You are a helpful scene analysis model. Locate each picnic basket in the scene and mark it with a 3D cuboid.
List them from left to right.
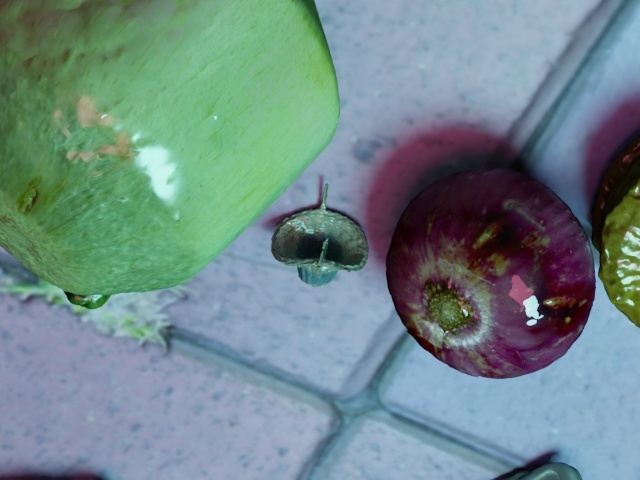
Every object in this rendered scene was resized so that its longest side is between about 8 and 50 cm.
[{"bbox_3d":[0.000,0.000,1.454,0.083,0.065,0.083,6,142,1],"label":"picnic basket"}]

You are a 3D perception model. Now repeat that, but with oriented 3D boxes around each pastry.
[{"bbox_3d":[0.314,-0.009,1.424,0.189,0.103,0.188,0,121,-1],"label":"pastry"}]

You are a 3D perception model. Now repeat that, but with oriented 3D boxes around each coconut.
[{"bbox_3d":[-0.133,-0.131,1.257,0.328,0.281,0.328,3,80,-16],"label":"coconut"}]

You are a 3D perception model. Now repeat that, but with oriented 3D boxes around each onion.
[{"bbox_3d":[0.140,0.025,1.420,0.177,0.153,0.177,12,139,10],"label":"onion"}]

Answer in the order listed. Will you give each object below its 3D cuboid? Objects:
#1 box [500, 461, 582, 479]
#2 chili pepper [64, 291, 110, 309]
[{"bbox_3d":[0.218,0.339,1.565,0.163,0.243,0.135,-36,128,18],"label":"box"},{"bbox_3d":[-0.141,-0.007,1.453,0.182,0.050,0.073,-26,111,11],"label":"chili pepper"}]
